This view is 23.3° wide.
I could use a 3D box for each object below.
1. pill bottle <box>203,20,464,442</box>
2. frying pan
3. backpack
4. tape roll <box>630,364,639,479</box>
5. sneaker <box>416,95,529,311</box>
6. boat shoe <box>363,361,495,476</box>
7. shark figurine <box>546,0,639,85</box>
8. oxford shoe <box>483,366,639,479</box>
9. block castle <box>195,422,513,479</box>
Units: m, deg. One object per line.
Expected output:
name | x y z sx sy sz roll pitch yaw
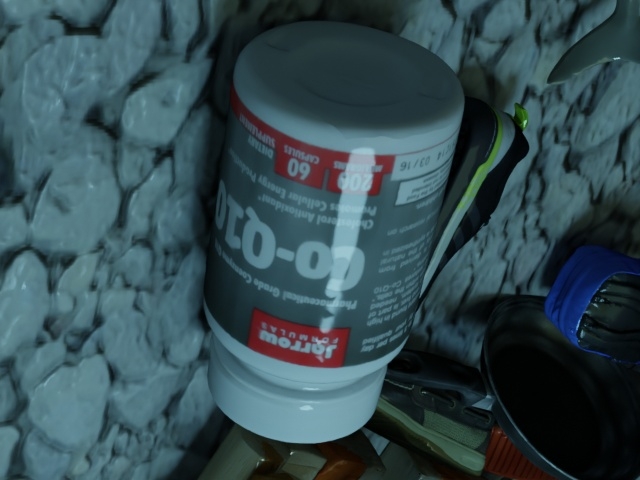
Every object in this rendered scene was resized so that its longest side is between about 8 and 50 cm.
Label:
pill bottle | 0.000 0.000 1.127 0.161 0.161 0.283 -12 130 -30
frying pan | 0.176 0.152 1.353 0.326 0.197 0.053 -16 159 -48
backpack | 0.262 0.056 1.421 0.120 0.101 0.098 9 109 -37
tape roll | 0.419 0.215 1.676 0.286 0.100 0.286 -20 134 -23
sneaker | 0.099 -0.007 1.257 0.097 0.084 0.235 14 114 -45
boat shoe | 0.075 0.139 1.373 0.223 0.080 0.073 35 71 -37
shark figurine | 0.235 -0.256 1.170 0.116 0.166 0.278 5 142 -11
oxford shoe | 0.247 0.172 1.510 0.271 0.098 0.097 2 145 -12
block castle | 0.068 0.343 1.361 0.453 0.303 0.213 19 111 -44
